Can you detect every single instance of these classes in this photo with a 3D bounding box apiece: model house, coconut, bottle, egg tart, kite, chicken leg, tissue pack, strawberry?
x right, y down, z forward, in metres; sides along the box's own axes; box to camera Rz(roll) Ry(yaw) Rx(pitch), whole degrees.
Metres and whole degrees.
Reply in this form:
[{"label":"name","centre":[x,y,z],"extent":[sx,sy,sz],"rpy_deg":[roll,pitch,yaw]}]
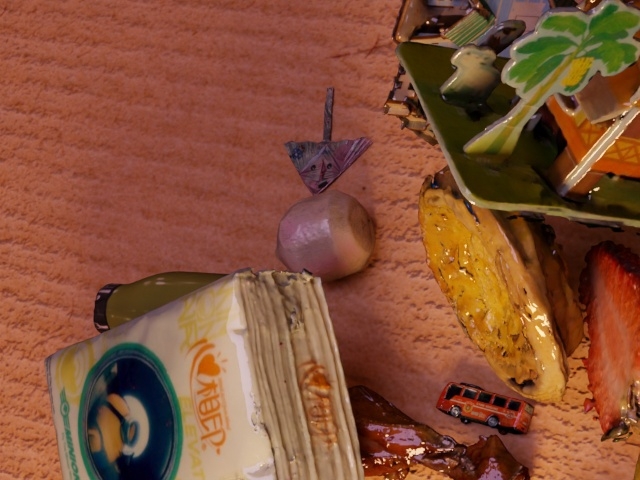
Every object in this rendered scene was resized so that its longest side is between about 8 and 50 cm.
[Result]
[{"label":"model house","centre":[0.299,-0.198,1.803],"extent":[0.313,0.358,0.242],"rpy_deg":[-55,42,35]},{"label":"coconut","centre":[0.000,0.000,2.158],"extent":[0.124,0.110,0.110],"rpy_deg":[-17,61,27]},{"label":"bottle","centre":[-0.175,0.094,2.232],"extent":[0.260,0.112,0.112],"rpy_deg":[2,72,37]},{"label":"model house","centre":[0.214,-0.231,2.055],"extent":[0.206,0.178,0.271],"rpy_deg":[10,74,37]},{"label":"egg tart","centre":[0.205,0.036,1.922],"extent":[0.107,0.291,0.291],"rpy_deg":[-24,51,-13]},{"label":"kite","centre":[0.010,-0.126,2.261],"extent":[0.137,0.005,0.152],"rpy_deg":[2,71,34]},{"label":"chicken leg","centre":[0.095,0.228,1.990],"extent":[0.304,0.093,0.113],"rpy_deg":[11,105,35]},{"label":"tissue pack","centre":[-0.141,0.220,2.039],"extent":[0.388,0.162,0.287],"rpy_deg":[-25,72,44]},{"label":"strawberry","centre":[0.349,0.103,1.861],"extent":[0.175,0.107,0.236],"rpy_deg":[132,146,-62]}]

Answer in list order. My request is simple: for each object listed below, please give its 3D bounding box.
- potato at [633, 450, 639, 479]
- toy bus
[{"label":"potato","centre":[0.428,0.274,1.598],"extent":[0.330,0.213,0.280],"rpy_deg":[-58,26,2]},{"label":"toy bus","centre":[0.183,0.187,1.984],"extent":[0.110,0.031,0.043],"rpy_deg":[13,76,37]}]
